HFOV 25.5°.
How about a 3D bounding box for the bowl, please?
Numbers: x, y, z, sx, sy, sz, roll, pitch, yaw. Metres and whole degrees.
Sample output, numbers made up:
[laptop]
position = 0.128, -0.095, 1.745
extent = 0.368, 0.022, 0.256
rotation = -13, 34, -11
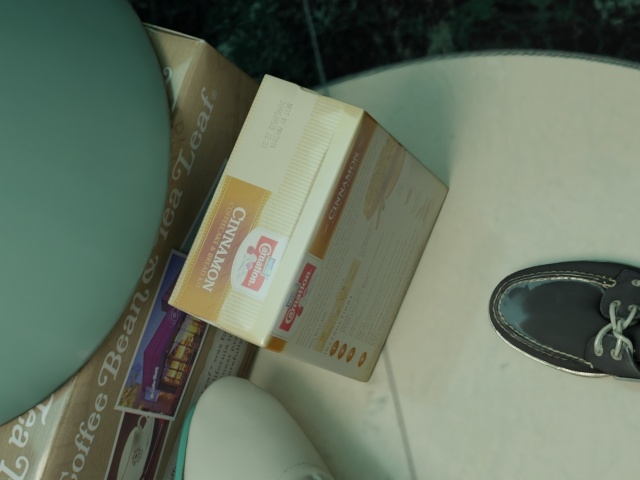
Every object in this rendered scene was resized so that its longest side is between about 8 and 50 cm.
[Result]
[bowl]
position = -0.250, -0.053, 0.736
extent = 0.311, 0.163, 0.312
rotation = -4, 76, 18

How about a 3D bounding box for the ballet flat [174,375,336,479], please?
[ballet flat]
position = -0.003, 0.262, 0.795
extent = 0.139, 0.139, 0.400
rotation = -10, 64, 18

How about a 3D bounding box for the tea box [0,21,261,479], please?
[tea box]
position = -0.218, 0.017, 0.916
extent = 0.323, 0.220, 0.329
rotation = 19, 85, 23

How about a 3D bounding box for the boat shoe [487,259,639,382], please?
[boat shoe]
position = 0.195, 0.050, 0.842
extent = 0.206, 0.065, 0.075
rotation = 12, 83, 22

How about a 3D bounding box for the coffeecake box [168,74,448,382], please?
[coffeecake box]
position = 0.000, 0.000, 0.858
extent = 0.068, 0.185, 0.142
rotation = 22, 86, 23
